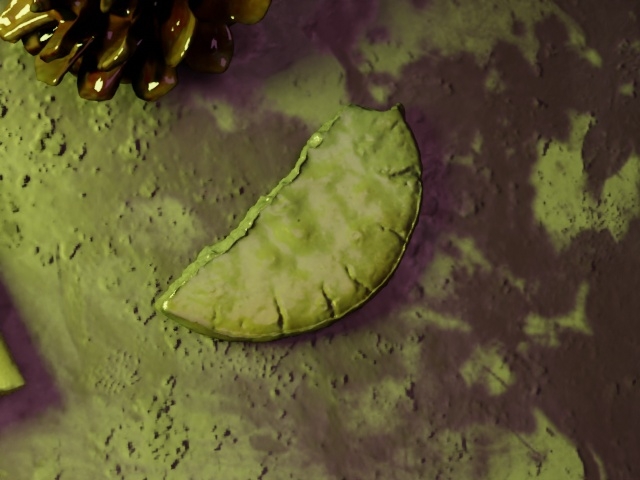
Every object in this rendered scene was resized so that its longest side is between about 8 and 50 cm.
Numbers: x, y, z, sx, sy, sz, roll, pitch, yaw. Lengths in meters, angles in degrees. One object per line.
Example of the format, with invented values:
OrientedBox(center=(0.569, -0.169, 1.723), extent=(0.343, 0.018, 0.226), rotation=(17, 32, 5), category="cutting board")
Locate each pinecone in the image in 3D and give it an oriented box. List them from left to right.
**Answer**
OrientedBox(center=(-0.169, -0.221, 1.361), extent=(0.229, 0.201, 0.202), rotation=(-35, 63, 16), category="pinecone")

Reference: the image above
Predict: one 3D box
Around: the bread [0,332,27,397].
OrientedBox(center=(-0.343, 0.069, 1.358), extent=(0.139, 0.060, 0.178), rotation=(-23, 88, -14), category="bread")

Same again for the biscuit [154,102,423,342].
OrientedBox(center=(0.000, 0.000, 1.444), extent=(0.141, 0.038, 0.290), rotation=(45, 78, -3), category="biscuit")
